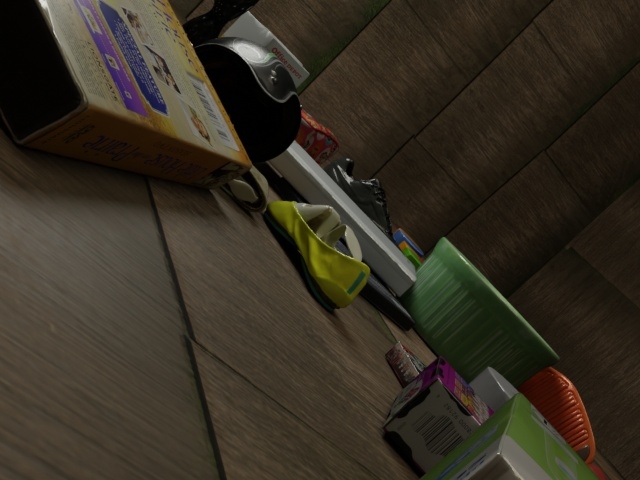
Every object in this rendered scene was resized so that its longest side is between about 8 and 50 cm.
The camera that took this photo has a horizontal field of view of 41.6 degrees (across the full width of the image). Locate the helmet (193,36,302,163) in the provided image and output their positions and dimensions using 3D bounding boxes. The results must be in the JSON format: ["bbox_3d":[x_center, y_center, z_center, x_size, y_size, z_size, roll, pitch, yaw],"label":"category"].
[{"bbox_3d":[-0.109,-0.188,1.130,0.169,0.169,0.161,48,16,11],"label":"helmet"}]

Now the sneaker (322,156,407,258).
[{"bbox_3d":[0.095,-0.052,1.707,0.286,0.130,0.109,49,5,11],"label":"sneaker"}]

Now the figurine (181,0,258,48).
[{"bbox_3d":[-0.235,-0.421,1.483,0.215,0.209,0.092,48,7,17],"label":"figurine"}]

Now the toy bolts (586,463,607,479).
[{"bbox_3d":[0.362,0.333,0.909,0.228,0.218,0.158,21,26,-30],"label":"toy bolts"}]

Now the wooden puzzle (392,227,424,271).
[{"bbox_3d":[0.150,-0.006,1.970,0.322,0.080,0.348,44,7,-16],"label":"wooden puzzle"}]

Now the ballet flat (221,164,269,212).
[{"bbox_3d":[-0.116,-0.095,0.990,0.168,0.057,0.052,42,18,-31],"label":"ballet flat"}]

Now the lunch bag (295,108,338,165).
[{"bbox_3d":[-0.096,-0.286,1.929,0.258,0.120,0.293,48,7,16],"label":"lunch bag"}]

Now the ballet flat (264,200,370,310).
[{"bbox_3d":[0.000,0.000,1.039,0.077,0.077,0.231,41,9,-35],"label":"ballet flat"}]

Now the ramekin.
[{"bbox_3d":[0.277,0.152,1.543,0.303,0.148,0.303,45,7,-7],"label":"ramekin"}]

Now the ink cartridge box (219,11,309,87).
[{"bbox_3d":[-0.140,-0.321,1.622,0.128,0.176,0.127,39,10,-50],"label":"ink cartridge box"}]

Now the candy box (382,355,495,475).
[{"bbox_3d":[0.165,0.223,0.780,0.233,0.071,0.159,47,6,7],"label":"candy box"}]

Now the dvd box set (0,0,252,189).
[{"bbox_3d":[-0.203,-0.203,0.751,0.308,0.062,0.420,63,8,4],"label":"dvd box set"}]

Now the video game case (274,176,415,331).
[{"bbox_3d":[0.037,0.019,1.381,0.196,0.026,0.274,41,8,-40],"label":"video game case"}]

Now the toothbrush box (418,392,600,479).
[{"bbox_3d":[0.133,0.208,0.458,0.206,0.122,0.283,48,6,13],"label":"toothbrush box"}]

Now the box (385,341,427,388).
[{"bbox_3d":[0.133,0.186,0.985,0.094,0.027,0.137,42,8,-28],"label":"box"}]

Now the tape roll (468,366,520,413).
[{"bbox_3d":[0.284,0.280,1.174,0.219,0.072,0.219,46,6,-7],"label":"tape roll"}]

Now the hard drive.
[{"bbox_3d":[0.031,-0.056,1.481,0.353,0.047,0.233,47,7,1],"label":"hard drive"}]

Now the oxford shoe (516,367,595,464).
[{"bbox_3d":[0.419,0.312,1.613,0.133,0.130,0.364,58,4,-38],"label":"oxford shoe"}]
